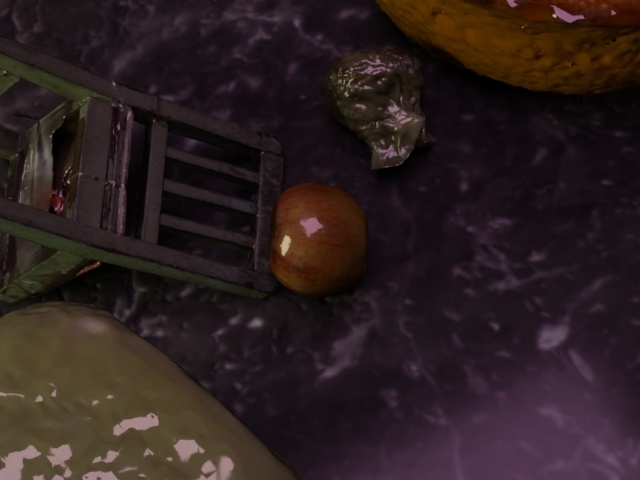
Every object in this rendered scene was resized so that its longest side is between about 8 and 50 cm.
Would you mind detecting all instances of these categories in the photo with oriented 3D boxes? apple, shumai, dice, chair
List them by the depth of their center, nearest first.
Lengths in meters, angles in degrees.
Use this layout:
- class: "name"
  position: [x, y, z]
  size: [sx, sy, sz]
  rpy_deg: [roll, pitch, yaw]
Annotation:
- class: "dice"
  position: [-0.130, 0.206, 0.699]
  size: [0.254, 0.250, 0.252]
  rpy_deg: [38, 74, 21]
- class: "apple"
  position: [0.000, 0.000, 0.879]
  size: [0.071, 0.084, 0.084]
  rpy_deg: [3, 64, -4]
- class: "chair"
  position: [-0.178, -0.032, 0.902]
  size: [0.270, 0.147, 0.136]
  rpy_deg: [18, 61, -34]
- class: "shumai"
  position: [0.042, -0.090, 0.927]
  size: [0.083, 0.082, 0.080]
  rpy_deg: [-14, 63, 23]

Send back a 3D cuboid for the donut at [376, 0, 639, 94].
- class: "donut"
  position: [0.238, -0.281, 0.952]
  size: [0.377, 0.163, 0.435]
  rpy_deg: [23, 67, 14]
